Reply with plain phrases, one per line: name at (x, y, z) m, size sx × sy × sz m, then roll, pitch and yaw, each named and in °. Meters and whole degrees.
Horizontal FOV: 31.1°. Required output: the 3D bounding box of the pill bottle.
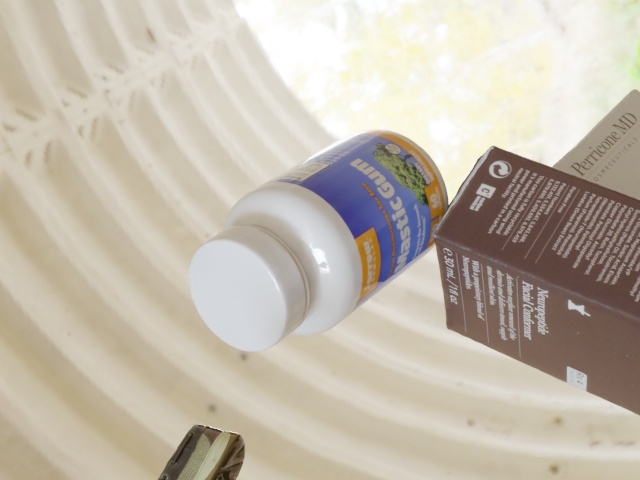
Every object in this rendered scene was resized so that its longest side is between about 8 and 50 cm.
pill bottle at (0.000, 0.000, 1.121) m, size 0.272 × 0.152 × 0.152 m, roll -35°, pitch -78°, yaw -48°

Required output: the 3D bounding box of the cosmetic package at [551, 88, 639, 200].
cosmetic package at (0.484, 0.044, 1.437) m, size 0.453 × 0.161 × 0.230 m, roll 41°, pitch -127°, yaw 12°

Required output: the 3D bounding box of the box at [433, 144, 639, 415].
box at (0.312, 0.068, 1.152) m, size 0.143 × 0.381 × 0.191 m, roll -55°, pitch -28°, yaw -25°

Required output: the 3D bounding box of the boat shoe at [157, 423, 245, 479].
boat shoe at (-0.110, 0.199, 0.833) m, size 0.152 × 0.049 × 0.056 m, roll -53°, pitch -34°, yaw -35°
